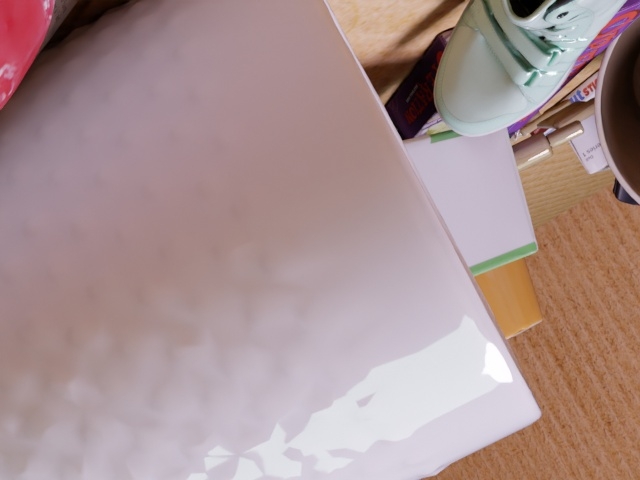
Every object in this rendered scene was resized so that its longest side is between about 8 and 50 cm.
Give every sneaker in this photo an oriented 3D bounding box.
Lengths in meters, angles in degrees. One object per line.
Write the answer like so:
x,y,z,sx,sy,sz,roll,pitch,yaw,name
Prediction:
0.128,-0.151,0.810,0.151,0.094,0.256,-27,163,-47,sneaker

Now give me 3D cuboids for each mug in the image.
-0.102,0.021,0.668,0.328,0.276,0.374,-28,-157,6,mug

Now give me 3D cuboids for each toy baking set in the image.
0.200,-0.096,1.401,0.256,0.030,0.197,-27,-172,8,toy baking set

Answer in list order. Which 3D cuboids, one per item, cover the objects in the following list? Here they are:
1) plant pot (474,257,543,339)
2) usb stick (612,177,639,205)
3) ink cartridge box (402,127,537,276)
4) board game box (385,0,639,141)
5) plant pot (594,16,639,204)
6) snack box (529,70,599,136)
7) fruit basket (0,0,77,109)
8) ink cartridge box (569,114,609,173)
0.114,0.025,1.184,0.205,0.188,0.205,-27,171,-5,plant pot
0.408,-0.142,1.490,0.077,0.045,0.278,1,141,6,usb stick
0.000,0.000,1.000,0.278,0.117,0.201,-14,-178,42,ink cartridge box
0.148,-0.133,1.148,0.208,0.056,0.347,-29,172,-20,board game box
0.395,-0.156,1.245,0.256,0.256,0.274,-30,-173,12,plant pot
0.329,-0.178,1.514,0.064,0.022,0.178,-24,170,-32,snack box
-0.179,-0.034,0.353,0.353,0.165,0.327,-62,179,-13,fruit basket
0.442,-0.173,1.650,0.160,0.092,0.219,-34,168,32,ink cartridge box
